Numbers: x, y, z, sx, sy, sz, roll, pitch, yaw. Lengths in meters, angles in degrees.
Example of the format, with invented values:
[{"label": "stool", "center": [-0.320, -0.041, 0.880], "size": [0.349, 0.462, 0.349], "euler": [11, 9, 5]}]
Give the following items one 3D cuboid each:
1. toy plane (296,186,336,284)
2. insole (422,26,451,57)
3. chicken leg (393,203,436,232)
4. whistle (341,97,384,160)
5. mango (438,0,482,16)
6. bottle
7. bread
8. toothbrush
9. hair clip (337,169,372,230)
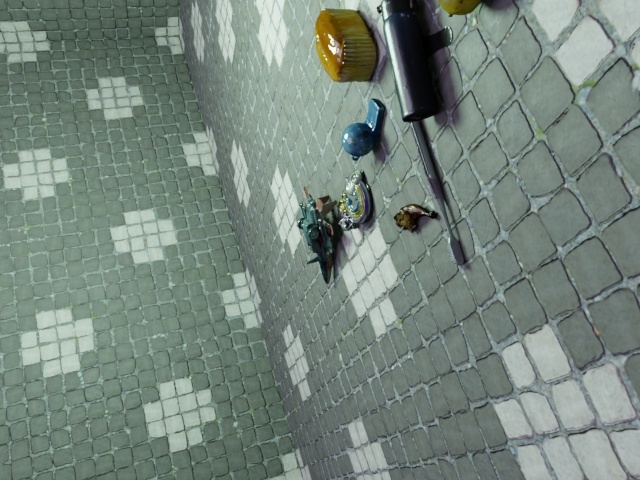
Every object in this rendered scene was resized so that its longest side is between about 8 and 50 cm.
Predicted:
[{"label": "toy plane", "center": [-0.007, 0.001, 1.645], "size": [0.223, 0.104, 0.326], "euler": [-136, 40, -57]}, {"label": "insole", "center": [0.212, -0.378, 1.013], "size": [0.135, 0.002, 0.045], "euler": [-171, 70, -69]}, {"label": "chicken leg", "center": [0.203, -0.052, 1.160], "size": [0.062, 0.037, 0.145], "euler": [54, 157, 3]}, {"label": "whistle", "center": [0.095, -0.260, 1.270], "size": [0.090, 0.090, 0.158], "euler": [-121, 28, -43]}, {"label": "mango", "center": [0.227, -0.445, 0.839], "size": [0.103, 0.076, 0.161], "euler": [-160, 64, -72]}, {"label": "bottle", "center": [0.172, -0.359, 1.024], "size": [0.082, 0.072, 0.245], "euler": [-14, 88, 33]}, {"label": "bread", "center": [0.051, -0.465, 1.257], "size": [0.132, 0.114, 0.191], "euler": [103, 154, -52]}, {"label": "toothbrush", "center": [0.228, -0.117, 1.074], "size": [0.029, 0.024, 0.354], "euler": [126, 130, -74]}, {"label": "hair clip", "center": [0.098, -0.096, 1.413], "size": [0.116, 0.049, 0.172], "euler": [51, 140, 28]}]
